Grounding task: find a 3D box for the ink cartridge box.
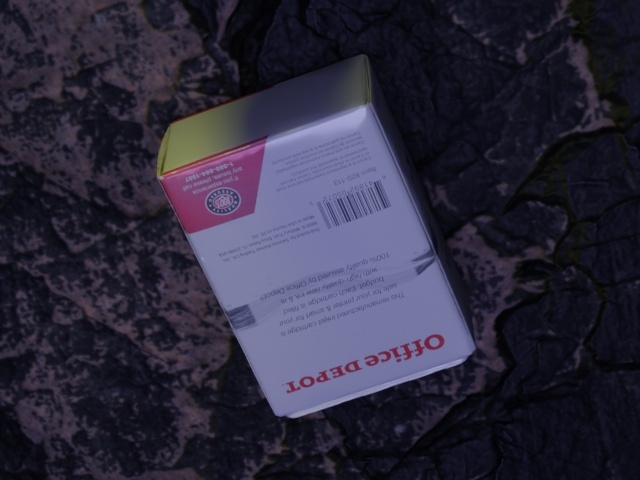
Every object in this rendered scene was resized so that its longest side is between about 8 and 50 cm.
[{"bbox_3d":[0.000,0.000,1.779,0.207,0.117,0.283,-19,118,11],"label":"ink cartridge box"}]
